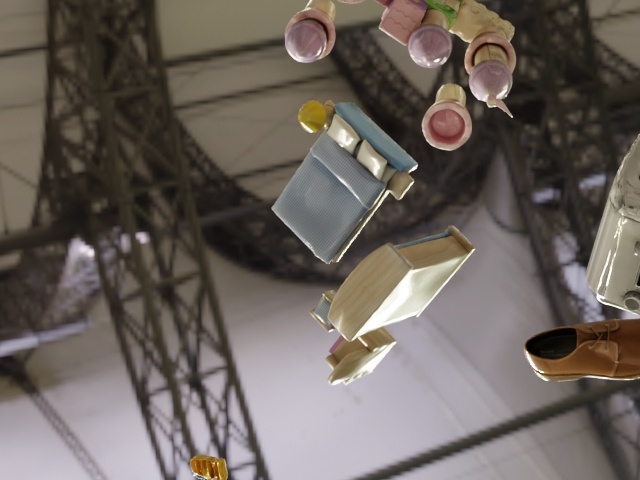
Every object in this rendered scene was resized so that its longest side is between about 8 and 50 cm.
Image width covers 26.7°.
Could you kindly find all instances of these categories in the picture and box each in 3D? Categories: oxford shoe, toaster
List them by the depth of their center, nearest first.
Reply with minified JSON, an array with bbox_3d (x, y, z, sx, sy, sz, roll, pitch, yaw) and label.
[{"bbox_3d":[0.366,-0.034,1.396,0.129,0.146,0.227,23,-130,19],"label":"toaster"},{"bbox_3d":[0.357,0.132,1.685,0.212,0.076,0.076,-14,-120,22],"label":"oxford shoe"}]

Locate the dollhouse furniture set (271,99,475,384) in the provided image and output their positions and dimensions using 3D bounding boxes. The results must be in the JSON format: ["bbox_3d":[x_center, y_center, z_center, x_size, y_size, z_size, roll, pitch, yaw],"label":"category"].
[{"bbox_3d":[0.000,0.000,1.842,0.303,0.286,0.198,47,-153,18],"label":"dollhouse furniture set"}]

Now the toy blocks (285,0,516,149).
[{"bbox_3d":[0.135,-0.291,1.689,0.288,0.309,0.260,32,-154,-7],"label":"toy blocks"}]

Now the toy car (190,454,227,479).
[{"bbox_3d":[-0.071,0.203,1.117,0.040,0.122,0.060,7,-137,31],"label":"toy car"}]
